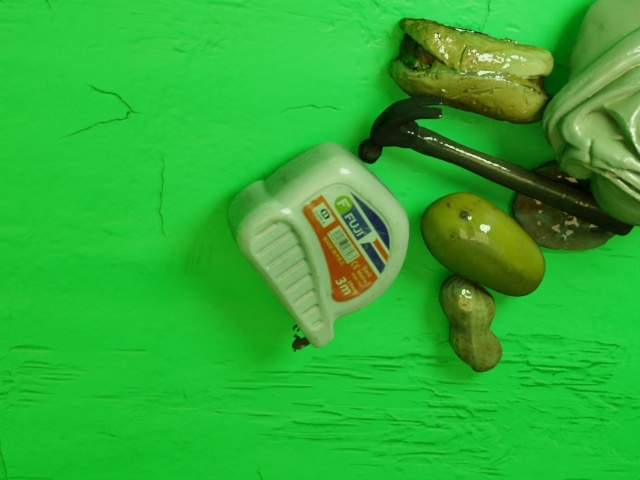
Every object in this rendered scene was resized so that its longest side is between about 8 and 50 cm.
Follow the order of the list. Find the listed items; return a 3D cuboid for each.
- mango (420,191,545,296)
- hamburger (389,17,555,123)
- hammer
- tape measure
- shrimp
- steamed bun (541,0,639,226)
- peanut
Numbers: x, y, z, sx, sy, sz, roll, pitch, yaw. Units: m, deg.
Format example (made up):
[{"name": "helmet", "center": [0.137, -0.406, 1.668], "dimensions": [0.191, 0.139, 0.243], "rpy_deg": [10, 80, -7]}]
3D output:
[{"name": "mango", "center": [0.259, 0.017, 1.805], "dimensions": [0.251, 0.156, 0.114], "rpy_deg": [40, 59, -29]}, {"name": "hamburger", "center": [0.236, -0.237, 1.697], "dimensions": [0.262, 0.131, 0.124], "rpy_deg": [10, 108, -10]}, {"name": "hammer", "center": [0.283, -0.101, 1.756], "dimensions": [0.440, 0.044, 0.168], "rpy_deg": [21, 147, -15]}, {"name": "tape measure", "center": [0.000, 0.000, 1.767], "dimensions": [0.265, 0.130, 0.258], "rpy_deg": [-34, 118, 1]}, {"name": "shrimp", "center": [0.463, -0.065, 1.851], "dimensions": [0.317, 0.062, 0.164], "rpy_deg": [-11, 119, 0]}, {"name": "steamed bun", "center": [0.506, -0.185, 1.665], "dimensions": [0.310, 0.219, 0.324], "rpy_deg": [33, 80, -28]}, {"name": "peanut", "center": [0.248, 0.136, 1.893], "dimensions": [0.089, 0.089, 0.192], "rpy_deg": [-18, 120, -1]}]
